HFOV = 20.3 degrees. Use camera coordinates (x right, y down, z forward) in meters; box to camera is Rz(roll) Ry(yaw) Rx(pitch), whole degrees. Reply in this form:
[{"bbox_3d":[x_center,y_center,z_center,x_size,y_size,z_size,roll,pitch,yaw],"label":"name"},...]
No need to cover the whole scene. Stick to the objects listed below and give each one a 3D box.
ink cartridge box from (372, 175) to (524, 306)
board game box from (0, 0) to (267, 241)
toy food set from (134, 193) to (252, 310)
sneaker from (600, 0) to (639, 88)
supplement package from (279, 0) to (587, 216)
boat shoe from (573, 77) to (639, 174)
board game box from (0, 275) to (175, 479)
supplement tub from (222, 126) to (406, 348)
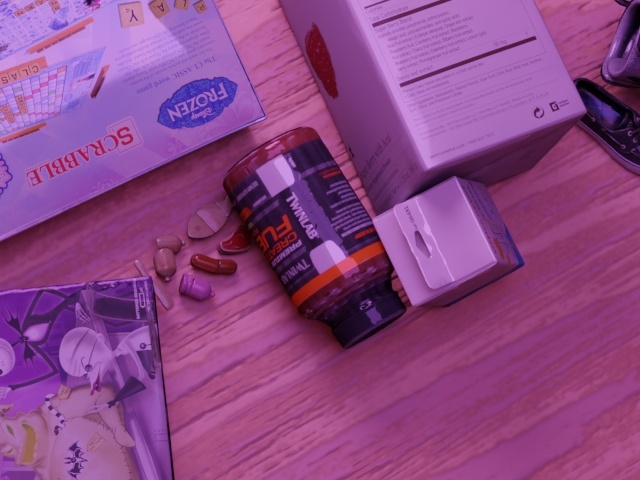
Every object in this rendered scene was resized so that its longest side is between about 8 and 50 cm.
[{"bbox_3d":[0.118,0.003,1.649,0.090,0.143,0.092,-28,81,15],"label":"ink cartridge box"},{"bbox_3d":[-0.256,-0.189,1.635,0.318,0.066,0.318,-26,97,-17],"label":"board game box"},{"bbox_3d":[-0.113,0.016,1.676,0.122,0.019,0.078,-33,83,-27],"label":"toy food set"},{"bbox_3d":[0.366,-0.143,1.773,0.153,0.101,0.269,-3,68,-24],"label":"sneaker"},{"bbox_3d":[0.092,-0.194,1.697,0.175,0.177,0.293,-21,79,-17],"label":"supplement package"},{"bbox_3d":[0.301,-0.112,1.790,0.142,0.040,0.049,35,70,0],"label":"boat shoe"},{"bbox_3d":[-0.231,0.209,1.556,0.208,0.056,0.347,-7,72,-2],"label":"board game box"},{"bbox_3d":[0.000,0.000,1.658,0.106,0.106,0.198,-30,81,-19],"label":"supplement tub"}]
